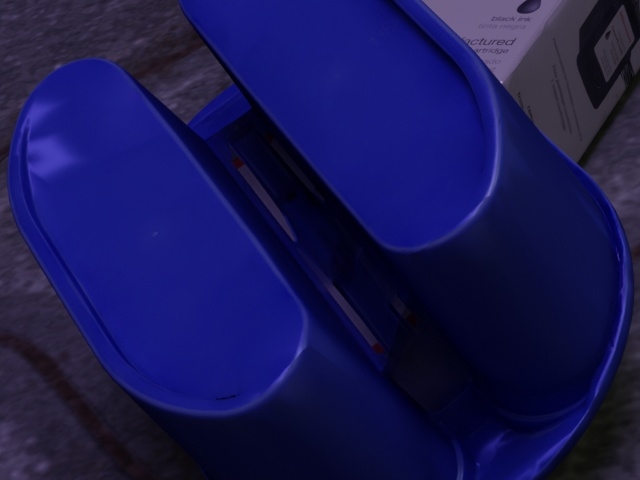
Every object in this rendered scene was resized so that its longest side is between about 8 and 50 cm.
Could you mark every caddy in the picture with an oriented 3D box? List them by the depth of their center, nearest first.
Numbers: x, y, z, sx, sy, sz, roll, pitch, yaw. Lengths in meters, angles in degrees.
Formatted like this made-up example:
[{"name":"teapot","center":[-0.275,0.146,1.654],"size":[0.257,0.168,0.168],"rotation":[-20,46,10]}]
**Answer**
[{"name":"caddy","center":[0.000,0.000,0.959],"size":[0.241,0.179,0.341],"rotation":[-41,45,3]}]

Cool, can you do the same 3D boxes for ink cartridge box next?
[{"name":"ink cartridge box","center":[0.095,-0.122,1.173],"size":[0.172,0.100,0.237],"rotation":[4,39,33]}]
